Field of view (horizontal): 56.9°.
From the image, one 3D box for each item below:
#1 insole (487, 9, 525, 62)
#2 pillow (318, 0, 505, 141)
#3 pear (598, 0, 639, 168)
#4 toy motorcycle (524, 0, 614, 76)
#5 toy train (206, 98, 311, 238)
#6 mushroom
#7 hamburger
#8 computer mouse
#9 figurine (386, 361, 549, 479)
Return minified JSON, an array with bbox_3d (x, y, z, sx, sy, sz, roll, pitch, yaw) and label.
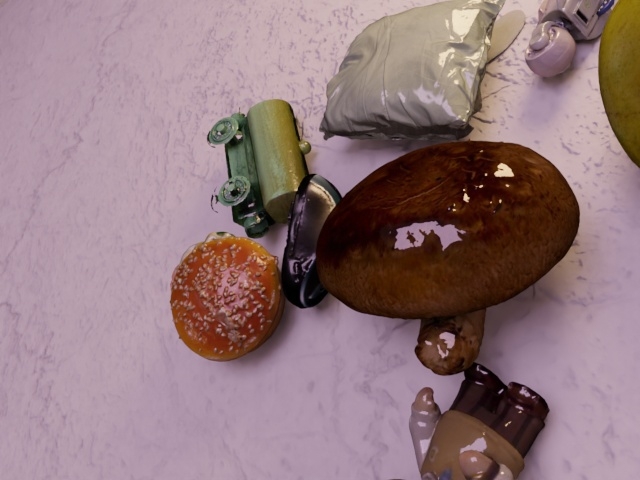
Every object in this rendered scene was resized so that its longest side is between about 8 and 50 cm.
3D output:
[{"bbox_3d":[0.280,-0.324,1.028,0.197,0.004,0.065,-46,49,7],"label":"insole"},{"bbox_3d":[0.153,-0.293,1.016,0.309,0.138,0.284,5,65,41],"label":"pillow"},{"bbox_3d":[0.458,-0.207,0.677,0.252,0.253,0.307,-5,74,34],"label":"pear"},{"bbox_3d":[0.389,-0.366,0.923,0.112,0.112,0.254,24,81,41],"label":"toy motorcycle"},{"bbox_3d":[-0.114,-0.151,1.140,0.189,0.126,0.308,-29,52,20],"label":"toy train"},{"bbox_3d":[0.162,-0.018,0.792,0.344,0.239,0.345,-3,42,3],"label":"mushroom"},{"bbox_3d":[-0.163,0.099,1.029,0.236,0.147,0.237,-15,62,29],"label":"hamburger"},{"bbox_3d":[0.000,0.000,0.978,0.096,0.137,0.233,1,64,15],"label":"computer mouse"},{"bbox_3d":[0.127,0.312,0.667,0.218,0.206,0.365,25,81,29],"label":"figurine"}]
